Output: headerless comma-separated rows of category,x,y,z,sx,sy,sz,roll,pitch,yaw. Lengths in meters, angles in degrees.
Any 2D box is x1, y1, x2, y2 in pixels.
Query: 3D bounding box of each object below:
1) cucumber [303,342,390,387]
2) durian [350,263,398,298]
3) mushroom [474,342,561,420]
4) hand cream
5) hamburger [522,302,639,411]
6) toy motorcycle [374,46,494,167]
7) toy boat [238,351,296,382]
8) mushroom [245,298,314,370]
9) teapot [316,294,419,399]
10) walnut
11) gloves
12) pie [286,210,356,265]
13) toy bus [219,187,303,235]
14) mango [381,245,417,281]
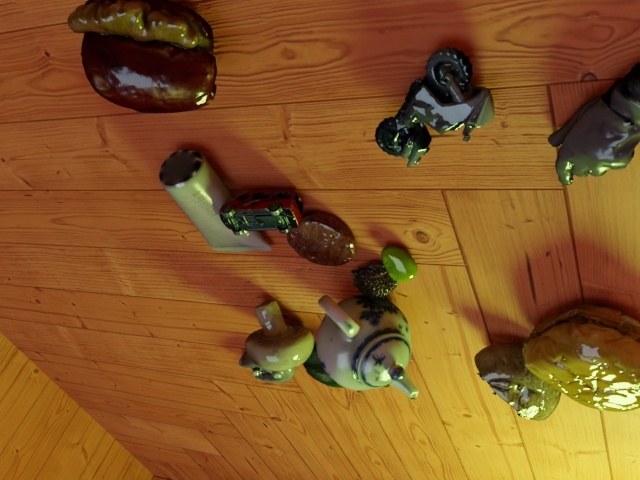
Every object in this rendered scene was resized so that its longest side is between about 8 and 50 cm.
cucumber,0.059,0.380,2.197,0.325,0.105,0.145,-4,136,38
durian,0.129,0.105,1.827,0.140,0.071,0.110,7,141,32
mushroom,0.539,0.349,1.860,0.285,0.156,0.151,37,118,-22
hand cream,-0.268,-0.078,1.811,0.185,0.118,0.359,-2,144,24
hamburger,0.635,0.281,1.673,0.318,0.158,0.319,18,146,13
toy motorcycle,0.213,-0.226,1.322,0.159,0.106,0.270,34,140,-3
toy boat,-0.176,0.428,2.409,0.227,0.085,0.155,-17,126,44
mushroom,-0.124,0.287,2.141,0.206,0.209,0.206,-6,159,-2
teapot,0.127,0.276,1.858,0.424,0.252,0.280,49,174,-37
walnut,-0.325,-0.370,1.372,0.269,0.222,0.244,5,151,3
gloves,0.478,-0.186,1.226,0.142,0.119,0.285,49,154,21
pie,0.000,0.000,1.785,0.182,0.050,0.182,15,144,11
toy bus,-0.142,-0.072,1.721,0.195,0.089,0.081,-2,139,21
mango,0.187,0.054,1.735,0.108,0.056,0.073,43,136,-20
